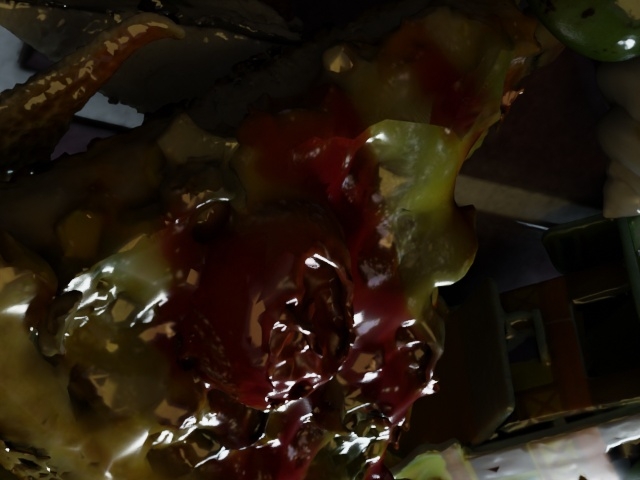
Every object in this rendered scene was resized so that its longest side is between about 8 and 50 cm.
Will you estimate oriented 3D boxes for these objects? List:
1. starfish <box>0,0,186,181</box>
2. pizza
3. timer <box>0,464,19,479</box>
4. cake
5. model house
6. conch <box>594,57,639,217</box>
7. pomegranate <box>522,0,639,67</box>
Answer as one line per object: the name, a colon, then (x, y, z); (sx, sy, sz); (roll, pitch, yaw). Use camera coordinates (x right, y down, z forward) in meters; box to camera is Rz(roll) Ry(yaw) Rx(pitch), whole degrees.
starfish: (-0.267, -0.019, 0.762); (0.398, 0.132, 0.384); (14, 138, -22)
pizza: (0.000, 0.000, 0.764); (0.406, 0.130, 0.440); (-53, 141, -2)
timer: (-0.286, 0.274, 0.876); (0.387, 0.376, 0.376); (23, 119, -20)
cake: (-0.095, -0.135, 0.784); (0.117, 0.086, 0.220); (-43, 126, 13)
model house: (0.157, 0.174, 1.079); (0.313, 0.242, 0.357); (-15, 135, 16)
conch: (0.262, -0.125, 0.906); (0.255, 0.127, 0.158); (-59, 153, -3)
pomegranate: (0.171, -0.157, 0.848); (0.114, 0.114, 0.142); (11, 148, -26)
